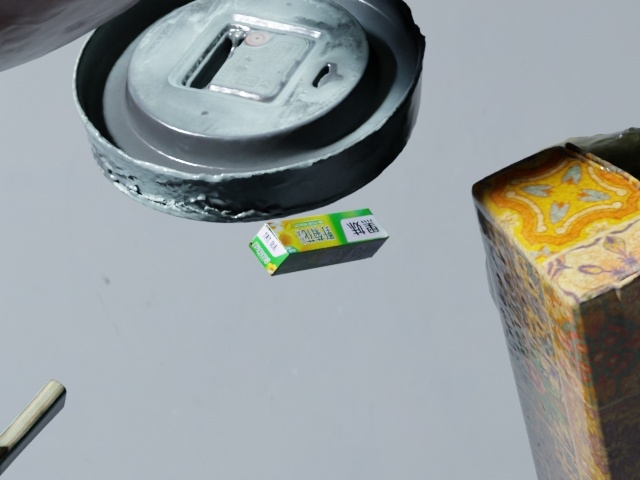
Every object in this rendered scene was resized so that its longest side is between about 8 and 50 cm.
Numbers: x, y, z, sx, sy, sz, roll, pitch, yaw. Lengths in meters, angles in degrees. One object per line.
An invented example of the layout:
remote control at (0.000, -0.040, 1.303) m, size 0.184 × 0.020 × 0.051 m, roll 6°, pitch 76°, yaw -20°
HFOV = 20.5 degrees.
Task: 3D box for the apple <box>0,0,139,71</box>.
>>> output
apple at (-0.136, -0.199, 0.606) m, size 0.235 × 0.306 × 0.305 m, roll -14°, pitch 78°, yaw -19°

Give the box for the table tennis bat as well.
table tennis bat at (-0.291, 0.208, 1.435) m, size 0.021 × 0.154 × 0.274 m, roll 31°, pitch 47°, yaw 10°

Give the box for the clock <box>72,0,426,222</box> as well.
clock at (-0.045, -0.100, 1.135) m, size 0.226 × 0.049 × 0.226 m, roll -3°, pitch 44°, yaw 3°

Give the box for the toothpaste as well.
toothpaste at (0.000, 0.000, 1.807) m, size 0.043 × 0.178 × 0.037 m, roll 52°, pitch 122°, yaw 20°

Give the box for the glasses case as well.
glasses case at (0.111, 0.068, 0.663) m, size 0.049 × 0.218 × 0.075 m, roll -26°, pitch 42°, yaw -9°

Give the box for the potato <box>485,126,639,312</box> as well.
potato at (0.297, 0.030, 1.245) m, size 0.359 × 0.219 × 0.269 m, roll 1°, pitch 34°, yaw 3°
